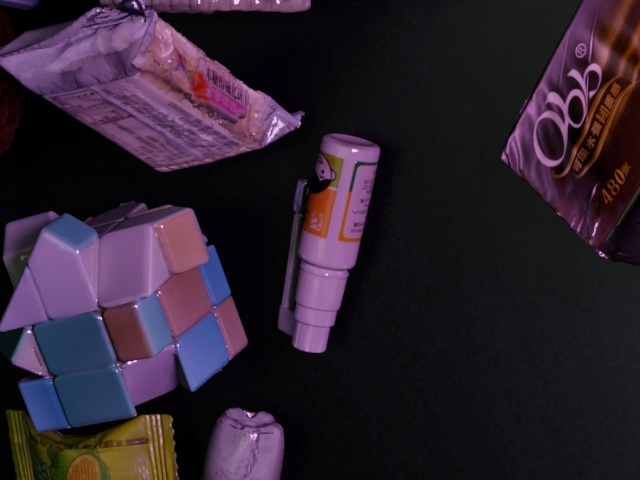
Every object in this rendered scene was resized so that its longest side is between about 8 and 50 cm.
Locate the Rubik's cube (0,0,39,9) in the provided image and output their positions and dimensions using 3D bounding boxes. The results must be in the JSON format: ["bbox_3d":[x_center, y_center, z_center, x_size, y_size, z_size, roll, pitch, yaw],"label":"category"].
[{"bbox_3d":[-0.439,-0.474,1.914,0.347,0.346,0.344,43,116,39],"label":"Rubik's cube"}]

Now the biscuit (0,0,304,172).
[{"bbox_3d":[-0.165,-0.147,1.862,0.186,0.309,0.079,-14,63,29],"label":"biscuit"}]

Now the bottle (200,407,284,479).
[{"bbox_3d":[-0.096,0.312,1.998,0.083,0.083,0.270,18,105,27],"label":"bottle"}]

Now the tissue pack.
[{"bbox_3d":[0.340,-0.154,1.604,0.198,0.210,0.370,46,116,42],"label":"tissue pack"}]

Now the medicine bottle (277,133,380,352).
[{"bbox_3d":[0.000,0.000,1.929,0.092,0.061,0.221,27,110,50],"label":"medicine bottle"}]

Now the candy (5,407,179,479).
[{"bbox_3d":[-0.254,0.258,2.091,0.246,0.069,0.149,-4,96,31],"label":"candy"}]

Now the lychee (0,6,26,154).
[{"bbox_3d":[-0.438,-0.185,2.052,0.260,0.260,0.261,4,97,29],"label":"lychee"}]

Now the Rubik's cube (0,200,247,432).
[{"bbox_3d":[-0.223,0.060,1.971,0.265,0.224,0.213,-13,105,28],"label":"Rubik's cube"}]

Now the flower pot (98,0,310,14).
[{"bbox_3d":[-0.113,-0.316,1.866,0.209,0.239,0.190,0,98,-2],"label":"flower pot"}]
